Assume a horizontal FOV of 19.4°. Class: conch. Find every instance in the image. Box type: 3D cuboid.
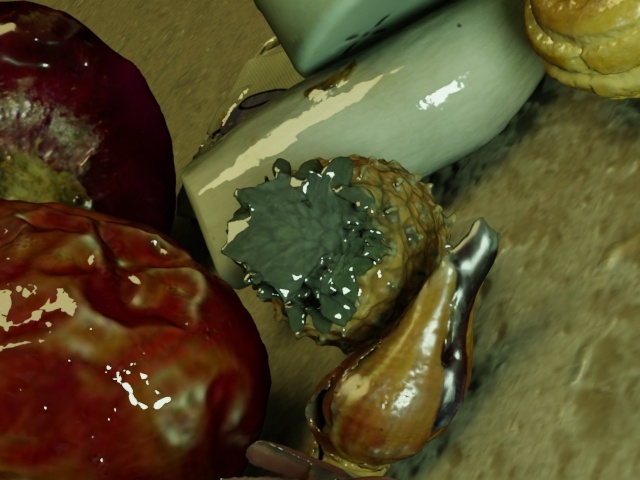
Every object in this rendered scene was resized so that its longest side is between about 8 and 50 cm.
[{"bbox_3d":[0.060,0.098,1.286,0.233,0.086,0.080,-42,41,13],"label":"conch"}]

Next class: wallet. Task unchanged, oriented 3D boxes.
[{"bbox_3d":[-0.015,-0.136,1.824,0.275,0.068,0.335,-14,42,53],"label":"wallet"}]

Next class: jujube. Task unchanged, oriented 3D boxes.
[{"bbox_3d":[-0.233,0.105,1.466,0.377,0.276,0.276,10,55,33],"label":"jujube"}]

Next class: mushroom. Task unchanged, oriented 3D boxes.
[{"bbox_3d":[0.064,-0.113,1.563,0.397,0.126,0.177,-31,14,15],"label":"mushroom"}]

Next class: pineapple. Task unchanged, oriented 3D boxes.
[{"bbox_3d":[0.000,0.000,1.328,0.158,0.158,0.279,-43,-17,8],"label":"pineapple"}]

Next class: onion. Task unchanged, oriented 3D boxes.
[{"bbox_3d":[-0.345,-0.036,1.880,0.398,0.398,0.420,-51,-1,-12],"label":"onion"}]

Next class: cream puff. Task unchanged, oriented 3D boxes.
[{"bbox_3d":[0.238,-0.185,1.392,0.189,0.129,0.189,-33,35,27],"label":"cream puff"}]

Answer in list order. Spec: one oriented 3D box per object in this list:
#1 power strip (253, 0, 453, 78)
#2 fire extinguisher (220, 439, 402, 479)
[{"bbox_3d":[0.078,-0.281,1.587,0.357,0.161,0.357,-29,-9,-5],"label":"power strip"},{"bbox_3d":[0.020,0.213,1.091,0.337,0.147,0.106,-113,41,-66],"label":"fire extinguisher"}]
